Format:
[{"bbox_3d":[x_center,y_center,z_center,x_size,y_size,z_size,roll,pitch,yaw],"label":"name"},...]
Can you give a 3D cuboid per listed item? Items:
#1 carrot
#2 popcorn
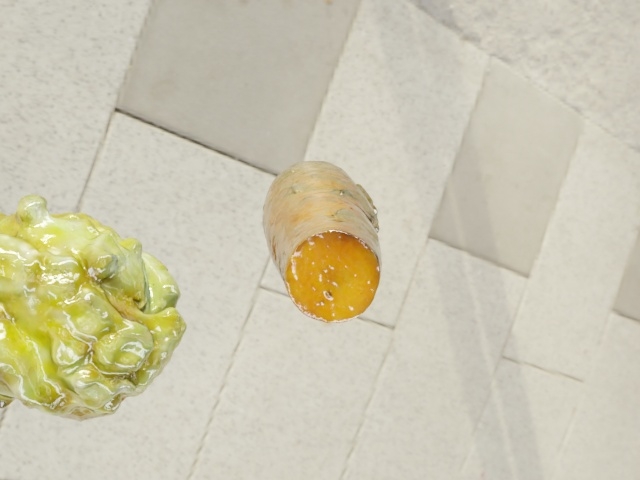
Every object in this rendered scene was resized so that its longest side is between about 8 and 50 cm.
[{"bbox_3d":[0.000,0.000,1.116,0.138,0.302,0.139,0,108,0],"label":"carrot"},{"bbox_3d":[-0.342,0.079,1.266,0.274,0.335,0.279,-61,171,27],"label":"popcorn"}]
